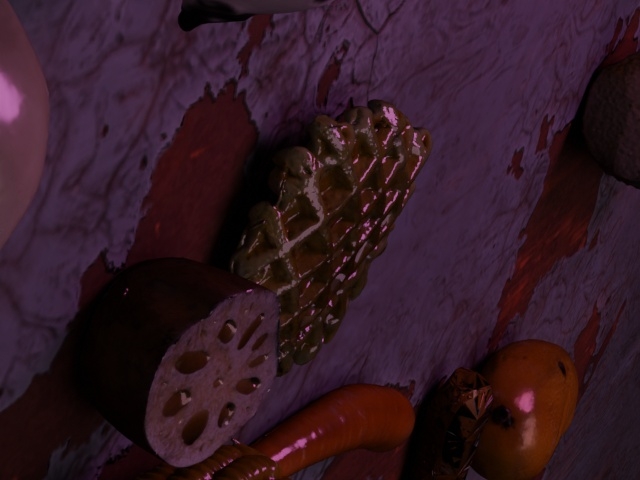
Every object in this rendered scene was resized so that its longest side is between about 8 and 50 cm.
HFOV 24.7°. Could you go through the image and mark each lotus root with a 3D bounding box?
[{"bbox_3d":[-0.086,0.070,0.861,0.112,0.081,0.122,-40,147,-43],"label":"lotus root"}]

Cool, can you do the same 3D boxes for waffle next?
[{"bbox_3d":[0.000,0.000,1.016,0.214,0.054,0.208,-64,161,11],"label":"waffle"}]

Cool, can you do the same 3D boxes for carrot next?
[{"bbox_3d":[0.010,0.153,1.192,0.271,0.066,0.062,1,68,-63],"label":"carrot"},{"bbox_3d":[0.124,0.238,1.511,0.069,0.069,0.229,-30,139,-55],"label":"carrot"}]

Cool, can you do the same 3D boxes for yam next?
[{"bbox_3d":[0.388,-0.128,1.621,0.268,0.161,0.161,7,105,-66],"label":"yam"}]

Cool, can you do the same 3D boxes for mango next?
[{"bbox_3d":[0.220,0.186,1.622,0.262,0.108,0.157,-2,104,-72],"label":"mango"}]

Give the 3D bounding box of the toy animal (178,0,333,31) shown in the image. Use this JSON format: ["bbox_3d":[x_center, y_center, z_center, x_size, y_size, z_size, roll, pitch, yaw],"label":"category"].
[{"bbox_3d":[-0.018,-0.212,0.626,0.187,0.165,0.235,-67,162,-47],"label":"toy animal"}]

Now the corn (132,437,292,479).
[{"bbox_3d":[-0.126,0.223,0.865,0.344,0.131,0.131,-26,135,-57],"label":"corn"}]

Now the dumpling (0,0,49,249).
[{"bbox_3d":[-0.165,-0.051,0.559,0.111,0.181,0.155,43,34,-31],"label":"dumpling"}]
